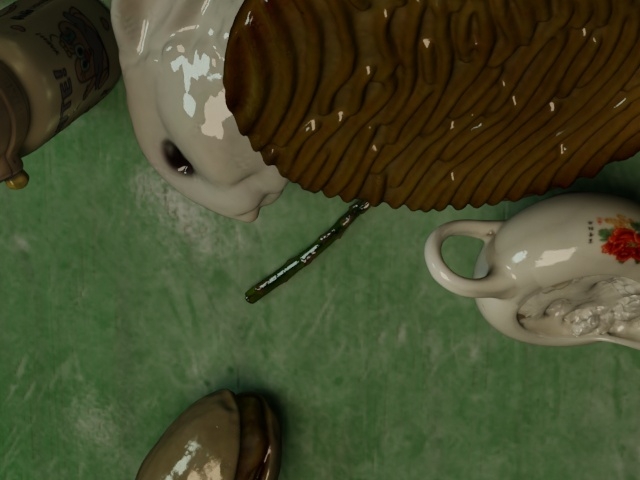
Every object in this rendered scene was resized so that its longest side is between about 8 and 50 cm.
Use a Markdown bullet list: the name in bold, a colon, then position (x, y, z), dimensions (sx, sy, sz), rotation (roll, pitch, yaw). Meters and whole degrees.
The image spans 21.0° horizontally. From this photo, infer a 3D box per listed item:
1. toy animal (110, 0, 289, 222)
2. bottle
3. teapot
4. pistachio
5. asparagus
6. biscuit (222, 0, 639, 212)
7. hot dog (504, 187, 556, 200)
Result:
- **toy animal**: position (-0.017, -0.171, 1.150), dimensions (0.258, 0.194, 0.357), rotation (44, 126, -15)
- **bottle**: position (-0.218, -0.102, 1.216), dimensions (0.097, 0.209, 0.110), rotation (-21, 105, 25)
- **teapot**: position (0.168, 0.019, 1.191), dimensions (0.226, 0.092, 0.145), rotation (8, 143, -24)
- **pistachio**: position (-0.088, 0.183, 1.364), dimensions (0.113, 0.113, 0.149), rotation (32, 103, 2)
- **asparagus**: position (0.000, 0.000, 1.300), dimensions (0.163, 0.016, 0.016), rotation (-41, 77, 28)
- **biscuit**: position (0.098, -0.111, 1.049), dimensions (0.317, 0.040, 0.318), rotation (-5, 146, -4)
- **hot dog**: position (0.120, -0.072, 1.211), dimensions (0.140, 0.060, 0.090), rotation (-15, 106, 13)
